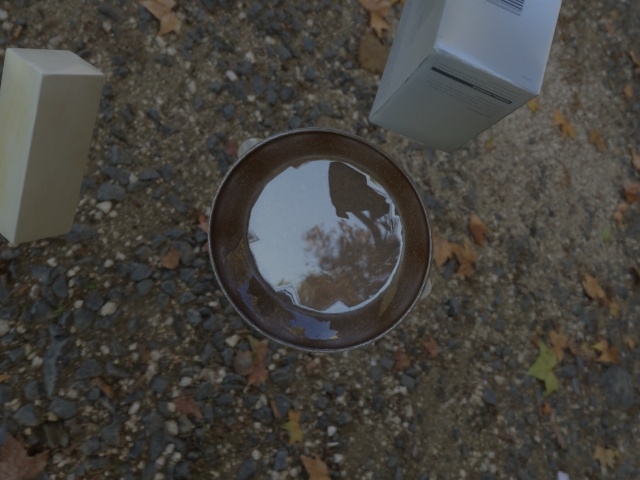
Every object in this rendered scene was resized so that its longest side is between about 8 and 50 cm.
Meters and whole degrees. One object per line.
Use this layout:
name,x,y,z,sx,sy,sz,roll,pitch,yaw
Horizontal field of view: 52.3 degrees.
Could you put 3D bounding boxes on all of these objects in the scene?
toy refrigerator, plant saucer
toy refrigerator,-0.411,-0.137,0.954,0.094,0.269,0.102,36,30,23
plant saucer,0.000,0.000,0.573,0.198,0.199,0.036,62,17,-4

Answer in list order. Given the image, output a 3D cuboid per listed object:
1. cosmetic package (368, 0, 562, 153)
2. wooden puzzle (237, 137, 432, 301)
cosmetic package,0.183,-0.261,0.824,0.138,0.225,0.224,20,76,-11
wooden puzzle,0.027,-0.028,0.823,0.239,0.044,0.221,9,47,-44
